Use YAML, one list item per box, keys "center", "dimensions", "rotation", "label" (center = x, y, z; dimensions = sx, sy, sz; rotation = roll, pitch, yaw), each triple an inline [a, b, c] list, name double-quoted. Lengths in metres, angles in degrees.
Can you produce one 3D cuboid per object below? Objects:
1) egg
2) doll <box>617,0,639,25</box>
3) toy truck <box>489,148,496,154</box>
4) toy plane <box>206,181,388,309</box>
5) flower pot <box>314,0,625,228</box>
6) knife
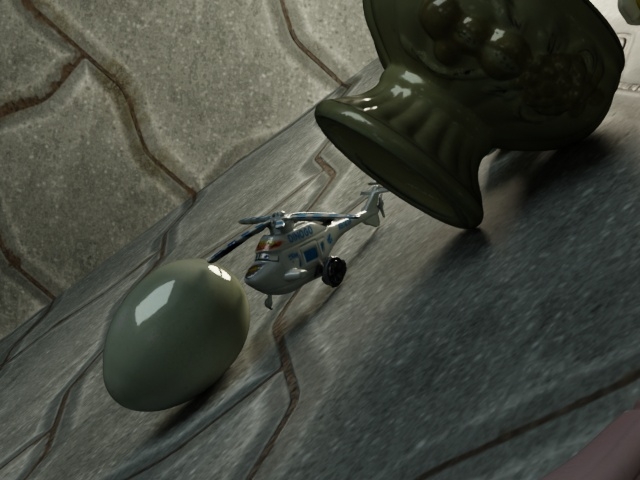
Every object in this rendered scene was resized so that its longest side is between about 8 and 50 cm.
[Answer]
- center: [-0.175, 0.115, 1.535]
  dimensions: [0.209, 0.151, 0.151]
  rotation: [-47, 14, -21]
  label: "egg"
- center: [0.458, -0.344, 1.494]
  dimensions: [0.237, 0.111, 0.252]
  rotation: [-38, 2, -9]
  label: "doll"
- center: [0.247, -0.207, 1.638]
  dimensions: [0.140, 0.108, 0.257]
  rotation: [-48, 9, 25]
  label: "toy truck"
- center: [-0.008, 0.000, 1.589]
  dimensions: [0.182, 0.107, 0.273]
  rotation: [-9, 10, 23]
  label: "toy plane"
- center: [0.146, -0.164, 1.357]
  dimensions: [0.244, 0.307, 0.307]
  rotation: [-55, 13, -4]
  label: "flower pot"
- center: [0.217, 0.085, 0.741]
  dimensions: [0.336, 0.043, 0.081]
  rotation: [-36, 3, -25]
  label: "knife"
